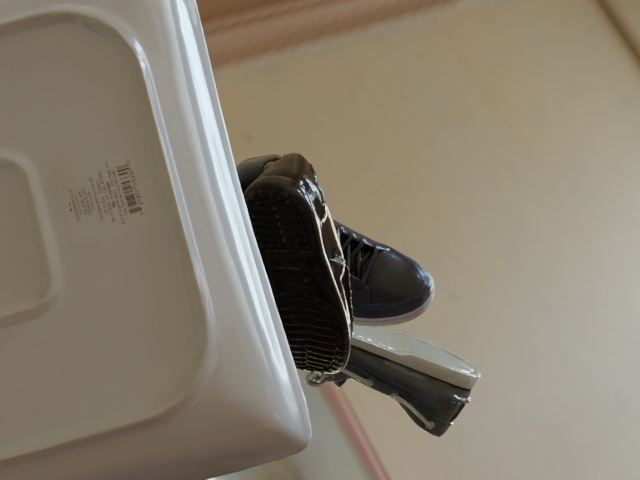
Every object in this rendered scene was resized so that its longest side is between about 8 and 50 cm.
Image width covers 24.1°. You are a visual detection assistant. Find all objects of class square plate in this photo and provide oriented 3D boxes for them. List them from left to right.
[{"bbox_3d":[-0.213,0.005,0.915,0.344,0.347,0.049,-15,-11,-1],"label":"square plate"}]

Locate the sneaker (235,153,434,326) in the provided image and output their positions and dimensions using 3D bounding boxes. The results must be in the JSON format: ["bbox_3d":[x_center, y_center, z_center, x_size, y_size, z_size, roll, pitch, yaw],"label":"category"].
[{"bbox_3d":[-0.001,0.001,1.383,0.226,0.086,0.163,17,-22,7],"label":"sneaker"}]

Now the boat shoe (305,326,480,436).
[{"bbox_3d":[0.024,0.139,1.750,0.116,0.320,0.099,-88,19,-77],"label":"boat shoe"}]

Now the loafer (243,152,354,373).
[{"bbox_3d":[-0.008,0.020,1.208,0.080,0.078,0.220,9,-45,16],"label":"loafer"}]
